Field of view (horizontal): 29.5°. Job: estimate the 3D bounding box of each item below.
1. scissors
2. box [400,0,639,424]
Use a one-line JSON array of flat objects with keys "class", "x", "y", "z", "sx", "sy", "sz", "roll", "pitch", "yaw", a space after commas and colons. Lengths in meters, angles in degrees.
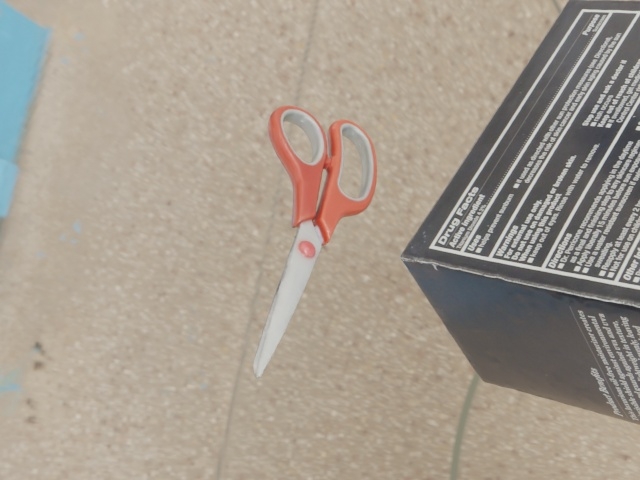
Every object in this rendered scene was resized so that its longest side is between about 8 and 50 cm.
[{"class": "scissors", "x": 0.000, "y": 0.000, "z": 0.992, "sx": 0.021, "sy": 0.109, "sz": 0.297, "roll": -44, "pitch": 33, "yaw": 40}, {"class": "box", "x": 0.275, "y": -0.022, "z": 0.918, "sx": 0.294, "sy": 0.182, "sz": 0.296, "roll": 13, "pitch": 59, "yaw": 42}]
